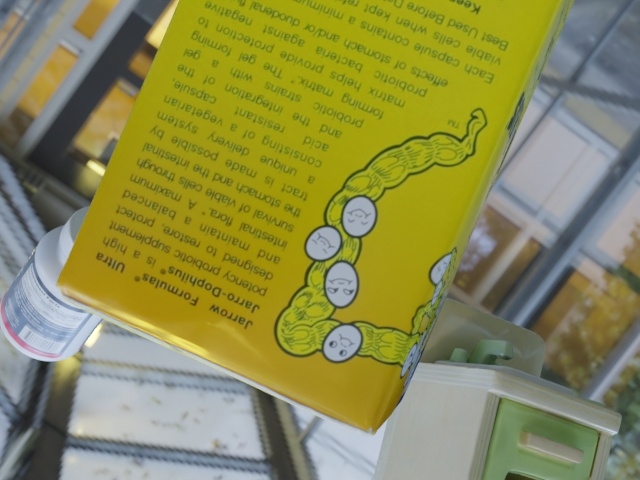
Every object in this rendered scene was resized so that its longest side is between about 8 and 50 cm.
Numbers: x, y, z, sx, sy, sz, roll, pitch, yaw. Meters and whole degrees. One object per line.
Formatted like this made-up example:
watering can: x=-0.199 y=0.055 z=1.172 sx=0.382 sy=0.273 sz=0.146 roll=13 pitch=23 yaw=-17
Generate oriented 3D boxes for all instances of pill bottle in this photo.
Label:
pill bottle: x=-0.273 y=0.045 z=1.326 sx=0.108 sy=0.180 sz=0.108 roll=22 pitch=-136 yaw=-23

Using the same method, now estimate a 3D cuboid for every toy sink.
toy sink: x=0.153 y=0.176 z=1.031 sx=0.153 sy=0.234 sz=0.131 roll=23 pitch=166 yaw=-31

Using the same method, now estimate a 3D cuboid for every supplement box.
supplement box: x=0.023 y=-0.091 z=0.729 sx=0.195 sy=0.356 sz=0.194 roll=24 pitch=-179 yaw=9
